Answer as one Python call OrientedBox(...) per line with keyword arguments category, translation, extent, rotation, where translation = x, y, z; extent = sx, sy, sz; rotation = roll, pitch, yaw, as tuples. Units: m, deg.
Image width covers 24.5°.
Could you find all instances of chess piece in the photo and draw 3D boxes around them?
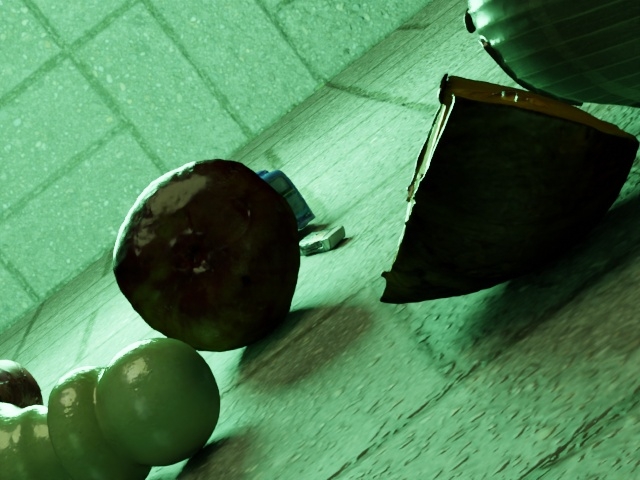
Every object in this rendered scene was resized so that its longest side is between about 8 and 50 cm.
OrientedBox(category="chess piece", translation=(-0.195, 0.168, 1.224), extent=(0.251, 0.144, 0.144), rotation=(-27, 12, 20))

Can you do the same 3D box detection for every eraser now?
OrientedBox(category="eraser", translation=(0.000, 0.000, 1.598), extent=(0.027, 0.019, 0.099), rotation=(-41, 11, -21))

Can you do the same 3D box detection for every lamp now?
OrientedBox(category="lamp", translation=(0.234, -0.213, 1.144), extent=(0.265, 0.233, 0.233), rotation=(-14, 15, 11))

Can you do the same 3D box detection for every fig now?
OrientedBox(category="fig", translation=(-0.119, 0.040, 1.480), extent=(0.190, 0.190, 0.290), rotation=(-42, -6, -25))

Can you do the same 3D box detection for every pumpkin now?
OrientedBox(category="pumpkin", translation=(0.126, -0.017, 1.010), extent=(0.312, 0.148, 0.169), rotation=(-47, -28, -80))

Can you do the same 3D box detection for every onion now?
OrientedBox(category="onion", translation=(-0.319, 0.208, 1.582), extent=(0.150, 0.140, 0.150), rotation=(11, -90, -85))

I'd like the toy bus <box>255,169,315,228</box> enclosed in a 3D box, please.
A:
OrientedBox(category="toy bus", translation=(-0.089, -0.029, 1.837), extent=(0.079, 0.094, 0.236), rotation=(-41, 10, -19))
